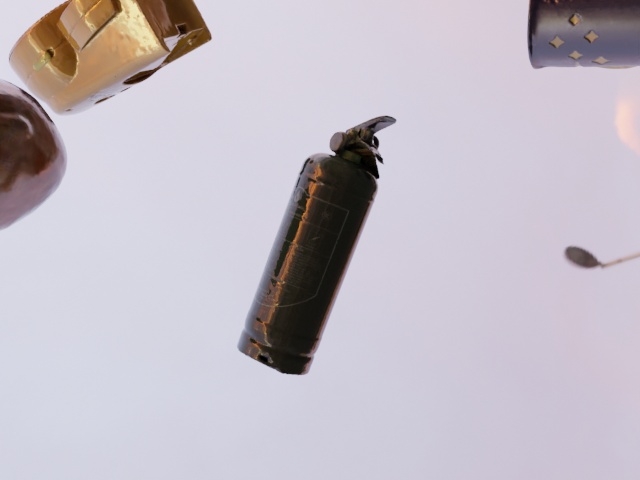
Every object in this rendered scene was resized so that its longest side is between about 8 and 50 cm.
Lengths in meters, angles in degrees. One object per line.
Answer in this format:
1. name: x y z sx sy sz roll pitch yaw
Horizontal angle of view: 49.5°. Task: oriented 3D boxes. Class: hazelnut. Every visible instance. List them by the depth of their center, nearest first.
1. hazelnut: -0.366 -0.090 0.704 0.214 0.214 0.176 -17 -82 -42

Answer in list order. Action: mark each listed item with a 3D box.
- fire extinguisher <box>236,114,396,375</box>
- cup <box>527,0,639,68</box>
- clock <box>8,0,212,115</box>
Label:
1. fire extinguisher: 0.000 0.000 0.803 0.095 0.114 0.311 17 -85 -34
2. cup: 0.466 -0.348 1.046 0.255 0.256 0.178 -28 -58 -61
3. clock: -0.386 -0.345 1.220 0.200 0.317 0.244 57 -157 -9
